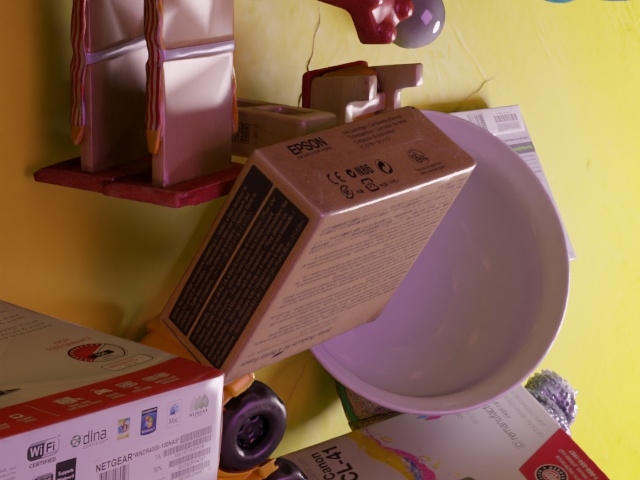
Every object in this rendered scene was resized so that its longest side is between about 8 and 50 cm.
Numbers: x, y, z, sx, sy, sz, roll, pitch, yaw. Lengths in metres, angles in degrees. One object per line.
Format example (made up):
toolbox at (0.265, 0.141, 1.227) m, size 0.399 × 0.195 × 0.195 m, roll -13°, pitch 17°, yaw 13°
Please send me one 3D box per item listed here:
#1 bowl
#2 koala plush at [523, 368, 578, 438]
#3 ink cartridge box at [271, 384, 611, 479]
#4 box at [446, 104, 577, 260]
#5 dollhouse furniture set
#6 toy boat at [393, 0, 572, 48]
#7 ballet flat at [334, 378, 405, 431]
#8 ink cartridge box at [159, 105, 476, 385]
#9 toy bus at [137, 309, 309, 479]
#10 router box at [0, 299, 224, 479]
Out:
bowl at (0.084, 0.032, 1.672) m, size 0.298 × 0.134 × 0.298 m, roll 4°, pitch 76°, yaw -14°
koala plush at (0.247, 0.271, 1.988) m, size 0.196 × 0.203 × 0.221 m, roll -18°, pitch 103°, yaw -50°
ink cartridge box at (0.105, 0.275, 1.635) m, size 0.306 × 0.226 × 0.131 m, roll -16°, pitch 122°, yaw -16°
box at (0.197, -0.051, 1.852) m, size 0.145 × 0.038 × 0.186 m, roll -13°, pitch 79°, yaw -51°
dollhouse furniture set at (-0.067, -0.163, 1.455) m, size 0.374 × 0.152 × 0.201 m, roll -20°, pitch 116°, yaw -54°
toy boat at (0.205, -0.284, 1.739) m, size 0.318 × 0.267 × 0.148 m, roll -9°, pitch 106°, yaw -19°
ballet flat at (0.131, 0.085, 1.833) m, size 0.348 × 0.123 × 0.123 m, roll -40°, pitch 130°, yaw -41°
ink cartridge box at (0.000, 0.000, 1.431) m, size 0.235 × 0.088 × 0.193 m, roll -20°, pitch 148°, yaw -52°
toy bus at (-0.137, 0.206, 1.493) m, size 0.211 × 0.149 × 0.220 m, roll -38°, pitch 133°, yaw -23°
router box at (-0.285, 0.121, 1.123) m, size 0.335 × 0.301 × 0.082 m, roll -13°, pitch 111°, yaw -51°
